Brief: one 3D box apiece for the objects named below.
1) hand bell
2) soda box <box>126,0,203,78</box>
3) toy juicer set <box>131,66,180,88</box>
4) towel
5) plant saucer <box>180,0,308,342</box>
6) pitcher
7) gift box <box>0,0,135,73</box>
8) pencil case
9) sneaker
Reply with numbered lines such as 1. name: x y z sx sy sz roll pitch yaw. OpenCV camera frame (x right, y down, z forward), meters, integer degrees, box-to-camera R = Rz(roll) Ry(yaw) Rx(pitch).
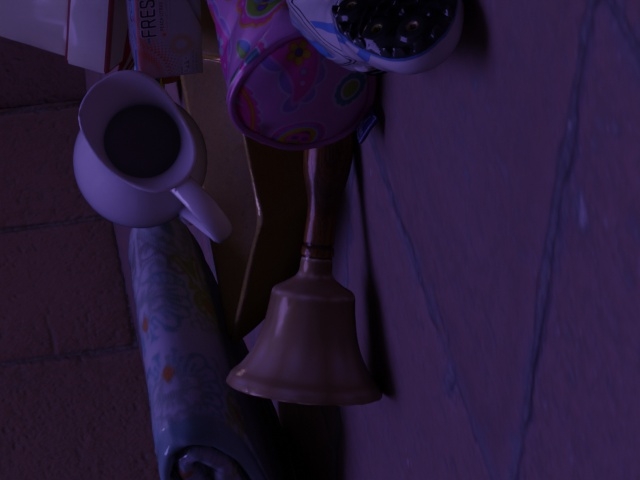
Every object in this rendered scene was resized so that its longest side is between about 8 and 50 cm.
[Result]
1. hand bell: 0.000 0.000 1.470 0.126 0.126 0.242 -146 61 -76
2. soda box: -0.140 -0.232 1.651 0.058 0.063 0.183 -109 15 -45
3. toy juicer set: -0.216 -0.273 2.453 0.329 0.089 0.209 -110 27 -81
4. towel: -0.098 0.196 1.856 0.321 0.090 0.374 -109 -2 -46
5. plant saucer: -0.063 -0.112 1.714 0.333 0.081 0.333 106 154 -68
6. pitcher: -0.149 -0.059 1.710 0.178 0.125 0.207 52 170 1
7. gift box: -0.230 -0.314 1.843 0.255 0.258 0.276 -52 -27 -49
8. pencil case: -0.036 -0.194 1.424 0.124 0.124 0.284 92 165 -44
9. sneaker: 0.041 -0.138 1.169 0.086 0.085 0.237 58 176 -23
